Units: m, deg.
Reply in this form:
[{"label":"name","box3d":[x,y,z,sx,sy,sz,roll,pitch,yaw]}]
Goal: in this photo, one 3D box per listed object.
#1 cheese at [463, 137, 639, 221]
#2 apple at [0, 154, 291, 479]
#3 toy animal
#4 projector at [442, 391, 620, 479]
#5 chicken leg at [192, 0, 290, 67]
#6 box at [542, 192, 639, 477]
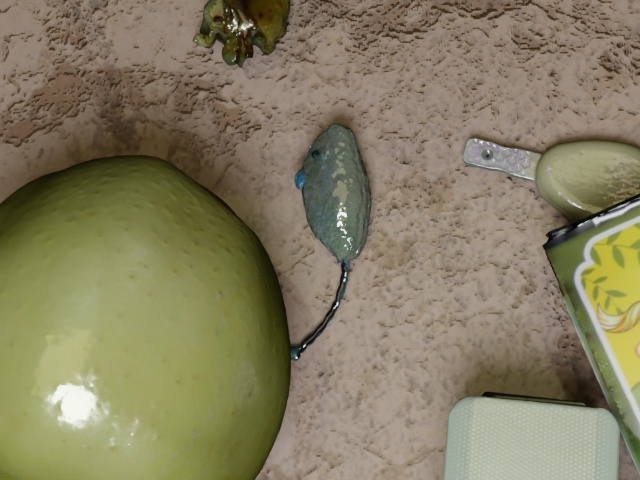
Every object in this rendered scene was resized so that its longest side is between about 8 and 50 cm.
[{"label":"cheese","box3d":[0.243,-0.071,1.153,0.192,0.037,0.097,16,79,9]},{"label":"apple","box3d":[-0.192,0.109,1.013,0.357,0.357,0.357,-1,78,6]},{"label":"toy animal","box3d":[0.008,0.005,1.158,0.079,0.070,0.253,9,91,44]},{"label":"projector","box3d":[0.184,0.266,1.015,0.163,0.177,0.242,3,77,9]},{"label":"chicken leg","box3d":[-0.062,-0.393,1.219,0.201,0.153,0.429,7,86,21]},{"label":"box","box3d":[0.449,0.115,0.977,0.373,0.138,0.420,-25,73,17]}]
